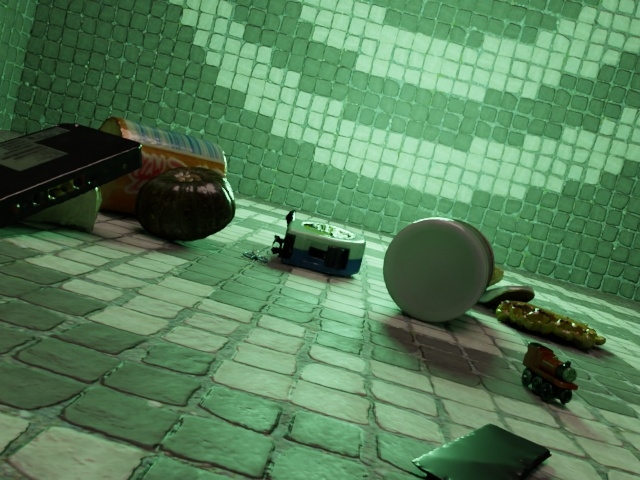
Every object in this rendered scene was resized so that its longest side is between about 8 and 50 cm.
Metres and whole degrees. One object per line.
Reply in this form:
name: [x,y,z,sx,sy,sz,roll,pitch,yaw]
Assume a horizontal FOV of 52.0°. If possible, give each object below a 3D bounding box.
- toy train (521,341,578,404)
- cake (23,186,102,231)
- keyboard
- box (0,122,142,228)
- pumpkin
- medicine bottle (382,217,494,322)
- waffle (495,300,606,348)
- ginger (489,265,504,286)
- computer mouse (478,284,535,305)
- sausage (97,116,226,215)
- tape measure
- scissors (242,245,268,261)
toy train: [0.328,0.191,0.940,0.044,0.064,0.103,15,6,-16]
cake: [-0.512,-0.092,1.211,0.220,0.117,0.086,15,14,-27]
keyboard: [0.158,0.208,0.621,0.074,0.015,0.196,15,4,33]
box: [-0.501,-0.123,1.146,0.211,0.058,0.350,17,31,25]
pumpkin: [-0.296,-0.071,1.445,0.218,0.163,0.219,-2,26,1]
medicine bottle: [0.260,0.053,1.383,0.202,0.202,0.316,17,7,16]
waffle: [0.534,0.194,1.519,0.243,0.059,0.237,20,4,24]
ginger: [0.371,0.091,1.734,0.216,0.102,0.157,-7,-4,37]
computer mouse: [0.465,0.145,1.668,0.102,0.045,0.199,4,-12,-10]
sausage: [-0.405,-0.165,1.628,0.287,0.233,0.233,10,8,-40]
tape measure: [0.000,0.000,1.648,0.215,0.098,0.351,14,14,-1]
scissors: [-0.148,0.029,1.491,0.058,0.014,0.119,15,9,-9]
